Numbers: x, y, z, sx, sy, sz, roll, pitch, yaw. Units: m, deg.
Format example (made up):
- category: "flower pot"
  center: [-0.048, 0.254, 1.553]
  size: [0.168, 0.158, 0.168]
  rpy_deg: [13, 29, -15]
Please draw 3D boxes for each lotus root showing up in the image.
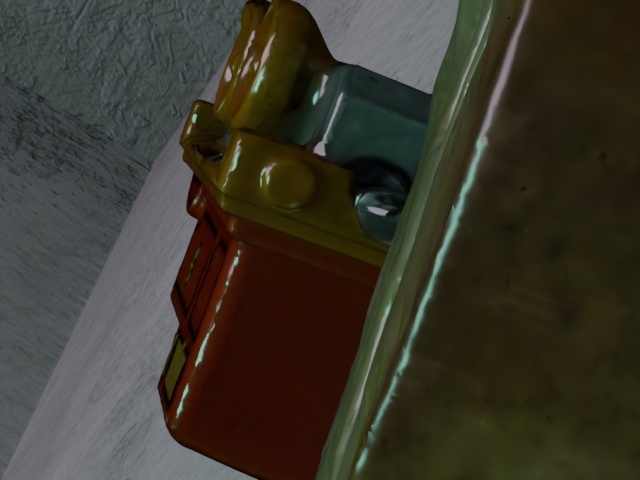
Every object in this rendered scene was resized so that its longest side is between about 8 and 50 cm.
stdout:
- category: "lotus root"
  center: [0.056, 0.033, 0.498]
  size: [0.390, 0.111, 0.375]
  rpy_deg: [109, -179, -48]

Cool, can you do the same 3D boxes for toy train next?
- category: "toy train"
  center: [0.000, 0.000, 0.973]
  size: [0.369, 0.163, 0.231]
  rpy_deg: [-138, 71, -80]
